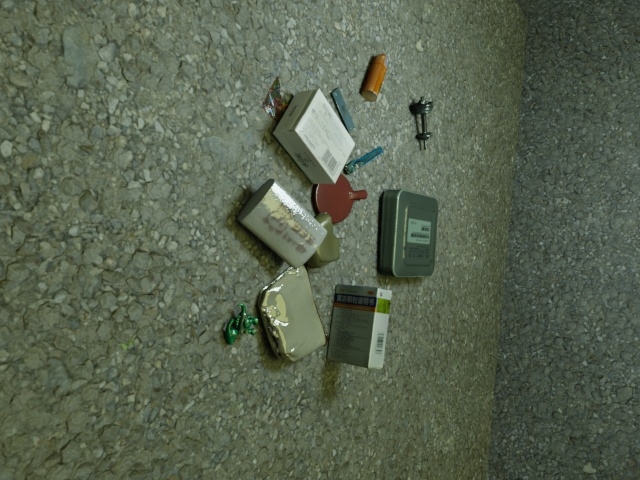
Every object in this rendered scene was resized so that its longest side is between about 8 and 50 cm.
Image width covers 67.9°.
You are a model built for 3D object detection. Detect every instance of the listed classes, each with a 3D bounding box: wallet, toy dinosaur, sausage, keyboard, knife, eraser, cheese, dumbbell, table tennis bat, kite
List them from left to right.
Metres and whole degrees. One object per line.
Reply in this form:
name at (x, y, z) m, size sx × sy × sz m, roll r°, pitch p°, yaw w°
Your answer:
toy dinosaur at (-0.251, 0.260, 1.485) m, size 0.096 × 0.059 × 0.132 m, roll 3°, pitch 97°, yaw -43°
kite at (-0.141, -0.463, 1.630) m, size 0.159 × 0.010 × 0.190 m, roll -25°, pitch 110°, yaw -46°
eraser at (-0.121, -0.050, 1.557) m, size 0.174 × 0.095 × 0.270 m, roll -50°, pitch 121°, yaw -8°
wallet at (-0.093, 0.265, 1.663) m, size 0.275 × 0.068 × 0.335 m, roll -25°, pitch 103°, yaw -50°
cheese at (0.000, 0.000, 1.739) m, size 0.175 × 0.091 × 0.202 m, roll -8°, pitch 97°, yaw -50°
table tennis bat at (0.081, -0.172, 1.868) m, size 0.310 × 0.038 × 0.200 m, roll -11°, pitch 99°, yaw -48°
keyboard at (0.091, -0.517, 1.891) m, size 0.055 × 0.014 × 0.176 m, roll -51°, pitch 127°, yaw -36°
knife at (0.183, -0.339, 1.993) m, size 0.296 × 0.026 × 0.044 m, roll -37°, pitch 106°, yaw -42°
sausage at (0.239, -0.702, 2.017) m, size 0.071 × 0.071 × 0.234 m, roll 38°, pitch 63°, yaw -42°
dumbbell at (0.502, -0.567, 2.305) m, size 0.110 × 0.110 × 0.254 m, roll -30°, pitch 119°, yaw -45°

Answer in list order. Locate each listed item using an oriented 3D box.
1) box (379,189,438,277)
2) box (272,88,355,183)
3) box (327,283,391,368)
box at (0.418, -0.024, 2.202) m, size 0.396 × 0.111 × 0.396 m, roll 3°, pitch 90°, yaw -50°
box at (-0.017, -0.363, 1.689) m, size 0.274 × 0.116 × 0.203 m, roll 48°, pitch 58°, yaw -41°
box at (0.149, 0.326, 1.831) m, size 0.106 × 0.200 × 0.299 m, roll 19°, pitch 76°, yaw -49°
